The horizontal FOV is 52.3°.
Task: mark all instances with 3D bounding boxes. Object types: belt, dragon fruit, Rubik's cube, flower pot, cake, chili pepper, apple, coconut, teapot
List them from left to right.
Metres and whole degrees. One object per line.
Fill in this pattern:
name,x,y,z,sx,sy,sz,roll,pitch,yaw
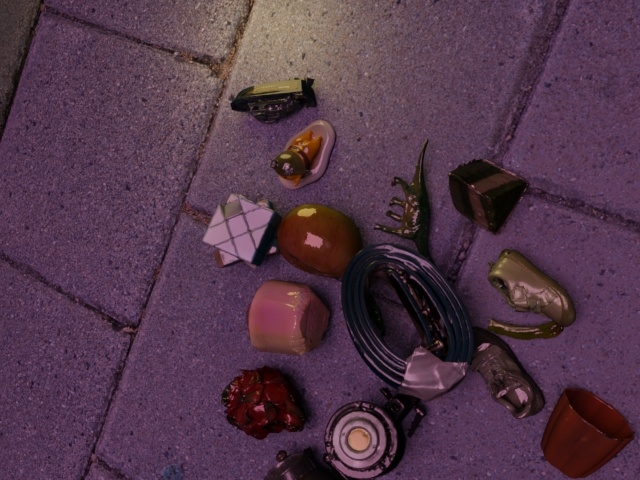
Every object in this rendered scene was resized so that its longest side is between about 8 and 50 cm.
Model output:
Rubik's cube,-0.234,-0.017,2.072,0.224,0.213,0.265,25,87,9
dragon fruit,-0.161,0.516,2.008,0.293,0.234,0.233,34,101,8
coconut,-0.114,0.236,1.992,0.245,0.233,0.233,4,89,31
teapot,-0.048,0.766,1.971,0.223,0.305,0.285,-29,63,-17
apple,0.000,0.000,1.939,0.261,0.261,0.193,12,76,25
belt,0.131,0.233,1.927,0.079,0.121,0.151,-25,78,20
belt,0.228,0.220,1.764,0.300,0.173,0.436,-31,65,-3
cake,0.416,-0.101,1.740,0.158,0.284,0.172,32,117,23
chili pepper,0.557,0.243,1.774,0.202,0.050,0.051,0,124,23
flower pot,0.659,0.497,1.650,0.191,0.191,0.173,34,114,23

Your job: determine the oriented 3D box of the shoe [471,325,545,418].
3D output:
shoe,0.477,0.352,1.747,0.109,0.149,0.293,-47,71,17

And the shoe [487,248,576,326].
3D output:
shoe,0.557,0.138,1.736,0.128,0.140,0.262,-42,66,7

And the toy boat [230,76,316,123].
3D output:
toy boat,-0.162,-0.449,2.105,0.296,0.114,0.122,-4,77,24

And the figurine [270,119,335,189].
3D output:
figurine,-0.071,-0.276,2.039,0.167,0.141,0.250,32,100,24

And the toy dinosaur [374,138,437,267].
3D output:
toy dinosaur,0.318,-0.045,1.878,0.301,0.087,0.447,26,105,24

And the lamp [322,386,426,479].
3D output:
lamp,0.119,0.569,1.831,0.205,0.272,0.374,43,105,22
